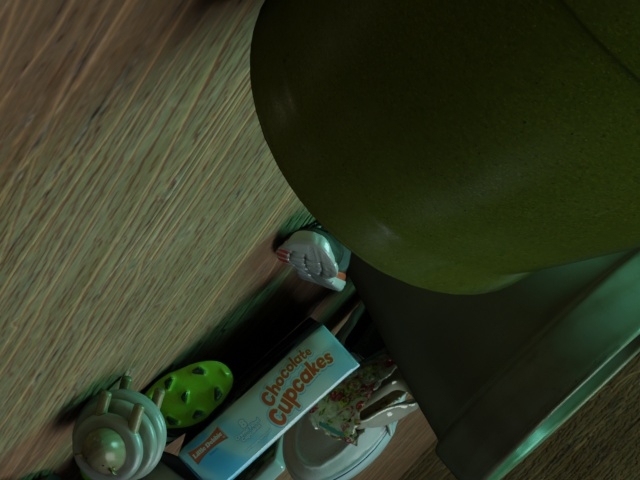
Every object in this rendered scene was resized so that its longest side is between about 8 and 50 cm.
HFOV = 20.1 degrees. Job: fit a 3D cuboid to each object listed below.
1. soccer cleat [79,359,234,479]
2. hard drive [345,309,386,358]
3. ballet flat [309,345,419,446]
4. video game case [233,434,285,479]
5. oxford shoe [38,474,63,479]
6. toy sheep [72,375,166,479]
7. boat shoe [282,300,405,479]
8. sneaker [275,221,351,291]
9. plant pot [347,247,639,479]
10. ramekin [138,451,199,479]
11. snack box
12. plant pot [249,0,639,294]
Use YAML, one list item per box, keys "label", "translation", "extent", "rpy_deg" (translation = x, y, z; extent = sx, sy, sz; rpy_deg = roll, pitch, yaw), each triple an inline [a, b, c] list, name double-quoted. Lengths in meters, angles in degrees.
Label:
- label: "soccer cleat"
  translation: [-0.157, 0.172, 1.739]
  extent: [0.179, 0.060, 0.072]
  rpy_deg: [-38, 179, 6]
- label: "hard drive"
  translation: [0.095, 0.108, 2.018]
  extent: [0.135, 0.022, 0.094]
  rpy_deg: [39, 84, -41]
- label: "ballet flat"
  translation: [0.095, 0.148, 1.966]
  extent: [0.241, 0.077, 0.091]
  rpy_deg: [-33, 144, -21]
- label: "video game case"
  translation: [-0.107, 0.326, 2.398]
  extent: [0.173, 0.022, 0.190]
  rpy_deg: [-44, -175, 9]
- label: "oxford shoe"
  translation: [-0.278, 0.261, 1.662]
  extent: [0.076, 0.076, 0.212]
  rpy_deg: [-14, 175, 10]
- label: "toy sheep"
  translation: [-0.175, 0.170, 1.590]
  extent: [0.091, 0.091, 0.132]
  rpy_deg: [-46, 173, 16]
- label: "boat shoe"
  translation: [0.055, 0.140, 2.102]
  extent: [0.367, 0.136, 0.156]
  rpy_deg: [-53, 159, 13]
- label: "sneaker"
  translation: [0.000, 0.000, 1.668]
  extent: [0.158, 0.061, 0.064]
  rpy_deg: [72, 39, -78]
- label: "plant pot"
  translation: [0.182, 0.050, 1.843]
  extent: [0.323, 0.280, 0.323]
  rpy_deg: [-40, 168, -10]
- label: "ramekin"
  translation: [-0.107, 0.314, 1.799]
  extent: [0.127, 0.273, 0.273]
  rpy_deg: [-60, 169, -2]
- label: "snack box"
  translation: [-0.055, 0.163, 1.858]
  extent: [0.187, 0.060, 0.322]
  rpy_deg: [-42, -179, -3]
- label: "plant pot"
  translation: [0.145, -0.145, 0.985]
  extent: [0.366, 0.366, 0.353]
  rpy_deg: [-32, 177, -42]
